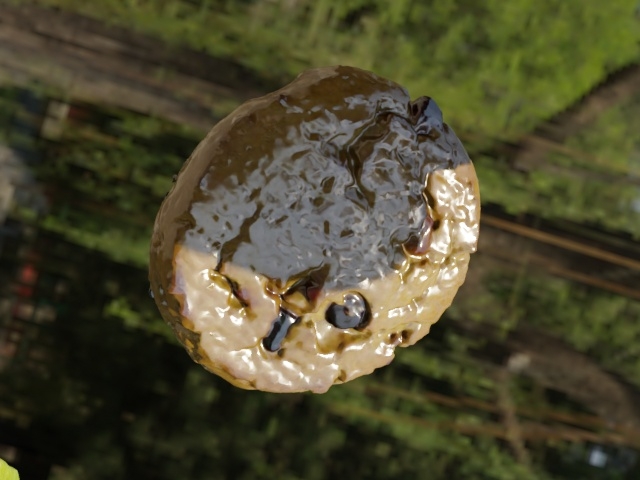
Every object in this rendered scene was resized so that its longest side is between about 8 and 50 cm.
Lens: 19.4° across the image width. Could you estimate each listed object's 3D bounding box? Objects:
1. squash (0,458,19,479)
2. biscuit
[{"bbox_3d":[-0.285,0.252,1.215,0.093,0.169,0.252,143,-42,-58],"label":"squash"},{"bbox_3d":[0.000,0.001,1.547,0.075,0.296,0.296,52,-53,58],"label":"biscuit"}]
